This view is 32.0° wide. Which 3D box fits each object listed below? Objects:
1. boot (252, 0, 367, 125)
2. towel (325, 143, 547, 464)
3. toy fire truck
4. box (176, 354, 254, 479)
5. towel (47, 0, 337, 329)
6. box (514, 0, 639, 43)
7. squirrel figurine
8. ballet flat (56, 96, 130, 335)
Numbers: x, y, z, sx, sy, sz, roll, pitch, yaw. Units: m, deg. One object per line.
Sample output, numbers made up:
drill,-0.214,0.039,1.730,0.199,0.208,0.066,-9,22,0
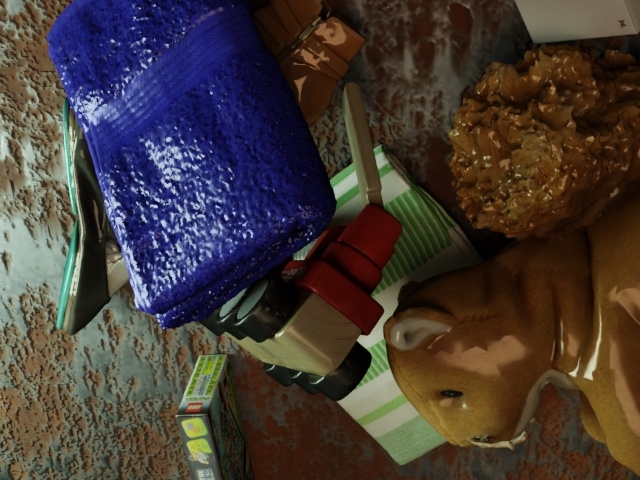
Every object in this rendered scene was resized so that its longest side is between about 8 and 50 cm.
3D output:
boot,-0.067,-0.190,1.052,0.197,0.073,0.152,39,107,-4
towel,0.080,0.078,1.192,0.248,0.038,0.325,-35,110,24
toy fire truck,0.000,0.000,1.053,0.158,0.217,0.246,39,76,-14
box,-0.115,0.246,1.267,0.036,0.114,0.207,-3,119,10
towel,-0.126,-0.101,0.955,0.228,0.076,0.308,-37,70,36
box,0.220,-0.232,0.938,0.101,0.087,0.102,3,140,41
squirrel figurine,0.232,0.015,1.018,0.370,0.281,0.397,-9,101,13
ballet flat,-0.220,-0.018,1.152,0.096,0.095,0.280,5,120,-8
